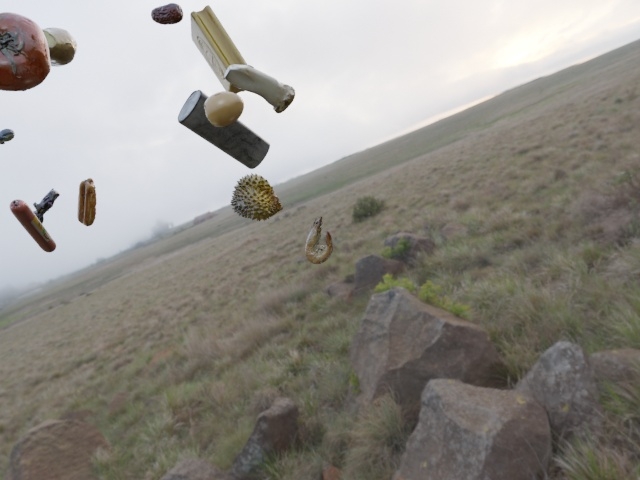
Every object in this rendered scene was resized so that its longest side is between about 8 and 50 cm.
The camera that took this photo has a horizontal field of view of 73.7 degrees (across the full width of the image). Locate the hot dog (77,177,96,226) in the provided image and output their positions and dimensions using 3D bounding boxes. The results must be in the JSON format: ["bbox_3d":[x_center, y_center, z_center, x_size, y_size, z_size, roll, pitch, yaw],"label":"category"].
[{"bbox_3d":[-0.663,-0.109,1.219,0.062,0.144,0.038,29,26,25],"label":"hot dog"}]

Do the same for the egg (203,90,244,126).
[{"bbox_3d":[-0.228,-0.315,1.017,0.096,0.080,0.080,-28,7,12],"label":"egg"}]

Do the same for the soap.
[{"bbox_3d":[-0.429,-0.797,1.828,0.096,0.324,0.204,-33,0,-16],"label":"soap"}]

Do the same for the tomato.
[{"bbox_3d":[-0.893,-0.549,1.209,0.237,0.236,0.095,-26,0,-21],"label":"tomato"}]

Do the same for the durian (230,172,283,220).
[{"bbox_3d":[-0.291,-0.172,1.753,0.250,0.183,0.138,16,35,42],"label":"durian"}]

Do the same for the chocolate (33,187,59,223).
[{"bbox_3d":[-0.982,-0.116,1.502,0.147,0.072,0.070,-55,-33,8],"label":"chocolate"}]

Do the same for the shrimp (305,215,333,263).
[{"bbox_3d":[-0.002,0.000,2.038,0.133,0.236,0.053,15,11,21],"label":"shrimp"}]

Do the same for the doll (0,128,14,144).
[{"bbox_3d":[-0.795,-0.238,1.031,0.037,0.027,0.125,-27,20,38],"label":"doll"}]

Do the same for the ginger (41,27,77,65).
[{"bbox_3d":[-1.009,-0.737,1.623,0.152,0.138,0.267,0,14,-25],"label":"ginger"}]

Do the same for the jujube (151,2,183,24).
[{"bbox_3d":[-0.614,-0.904,1.707,0.129,0.077,0.077,-2,11,7],"label":"jujube"}]

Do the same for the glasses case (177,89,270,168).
[{"bbox_3d":[-0.289,-0.332,1.319,0.060,0.299,0.114,38,95,41],"label":"glasses case"}]

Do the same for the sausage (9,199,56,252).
[{"bbox_3d":[-0.558,-0.024,0.835,0.029,0.029,0.223,-27,-14,-25],"label":"sausage"}]

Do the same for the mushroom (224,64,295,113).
[{"bbox_3d":[-0.165,-0.418,1.158,0.209,0.071,0.084,16,-49,-41],"label":"mushroom"}]
